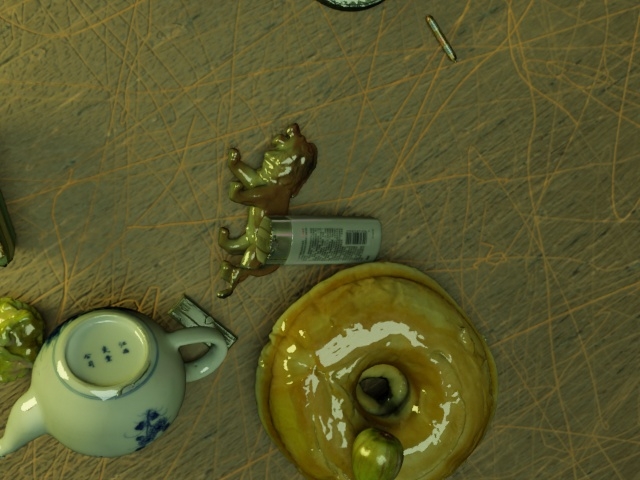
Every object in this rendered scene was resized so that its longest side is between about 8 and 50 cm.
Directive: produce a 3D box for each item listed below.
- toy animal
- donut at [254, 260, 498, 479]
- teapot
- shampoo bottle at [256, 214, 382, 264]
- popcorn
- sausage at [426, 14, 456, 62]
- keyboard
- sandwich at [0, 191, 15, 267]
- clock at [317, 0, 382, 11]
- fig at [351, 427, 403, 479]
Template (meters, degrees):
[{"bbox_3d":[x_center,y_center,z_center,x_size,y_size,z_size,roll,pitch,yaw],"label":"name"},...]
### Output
[{"bbox_3d":[-0.092,-0.053,1.628,0.157,0.097,0.312,5,100,-15],"label":"toy animal"},{"bbox_3d":[0.105,0.260,1.650,0.449,0.198,0.449,-1,98,-9],"label":"donut"},{"bbox_3d":[-0.353,0.251,1.577,0.424,0.280,0.252,-21,60,-22],"label":"teapot"},{"bbox_3d":[0.000,0.000,1.621,0.227,0.056,0.086,-1,108,-32],"label":"shampoo bottle"},{"bbox_3d":[-0.536,0.173,1.593,0.145,0.126,0.126,-51,128,-14],"label":"popcorn"},{"bbox_3d":[0.216,-0.359,1.656,0.015,0.015,0.100,-35,102,-1],"label":"sausage"},{"bbox_3d":[-0.212,0.154,1.683,0.129,0.015,0.049,40,97,-12],"label":"keyboard"},{"bbox_3d":[-0.590,-0.088,1.519,0.227,0.155,0.198,18,96,-10],"label":"sandwich"},{"bbox_3d":[0.055,-0.504,1.598,0.215,0.042,0.215,-1,99,-8],"label":"clock"},{"bbox_3d":[0.086,0.382,1.538,0.093,0.093,0.166,6,125,-9],"label":"fig"}]
